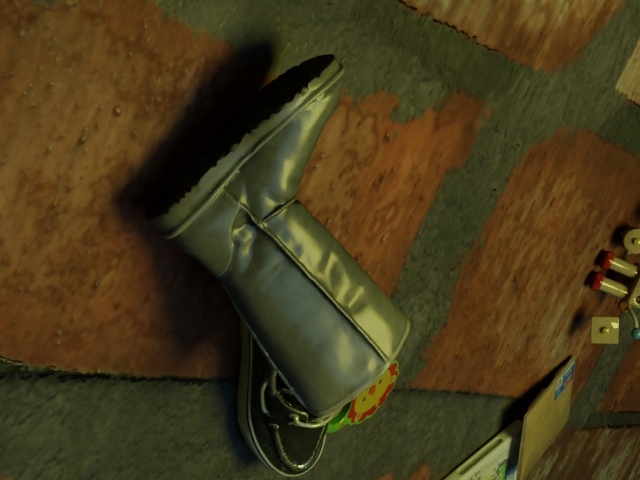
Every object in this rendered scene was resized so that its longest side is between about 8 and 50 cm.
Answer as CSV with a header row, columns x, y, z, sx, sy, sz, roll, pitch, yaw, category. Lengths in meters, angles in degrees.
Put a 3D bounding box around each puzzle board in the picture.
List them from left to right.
x,y,z,sx,sy,sz,roll,pitch,yaw,category
0.250,0.197,1.568,0.128,0.011,0.096,-41,141,-45,puzzle board

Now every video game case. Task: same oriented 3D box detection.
x,y,z,sx,sy,sz,roll,pitch,yaw,category
0.175,0.291,1.560,0.143,0.019,0.157,-33,138,-31,video game case

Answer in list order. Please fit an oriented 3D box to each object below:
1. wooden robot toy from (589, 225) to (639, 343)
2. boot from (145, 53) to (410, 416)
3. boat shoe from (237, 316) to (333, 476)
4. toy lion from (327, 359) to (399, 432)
x,y,z,sx,sy,sz,roll,pitch,yaw,category
0.340,0.033,1.553,0.079,0.076,0.173,-64,180,-82,wooden robot toy
0.000,-0.001,1.008,0.189,0.076,0.208,-44,109,-1,boot
-0.023,0.117,1.131,0.077,0.070,0.219,-22,129,-21,boat shoe
0.032,0.135,1.262,0.100,0.034,0.096,-42,149,-22,toy lion
